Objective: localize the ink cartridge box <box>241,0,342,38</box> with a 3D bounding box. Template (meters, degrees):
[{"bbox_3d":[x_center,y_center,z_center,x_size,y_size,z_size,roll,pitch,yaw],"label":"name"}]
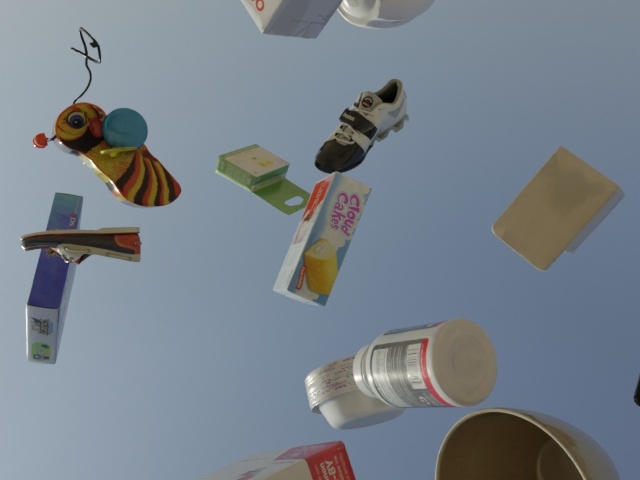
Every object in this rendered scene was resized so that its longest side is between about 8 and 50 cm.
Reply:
[{"bbox_3d":[-0.013,-0.307,0.580,0.082,0.191,0.139,-15,-112,-46],"label":"ink cartridge box"}]

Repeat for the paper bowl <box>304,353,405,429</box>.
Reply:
[{"bbox_3d":[0.110,0.398,1.627,0.285,0.284,0.148,-8,-115,-10],"label":"paper bowl"}]

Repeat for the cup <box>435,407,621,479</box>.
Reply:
[{"bbox_3d":[0.415,0.460,1.150,0.237,0.331,0.331,1,-148,-38],"label":"cup"}]

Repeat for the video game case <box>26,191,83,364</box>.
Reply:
[{"bbox_3d":[-0.545,0.080,1.286,0.061,0.244,0.269,10,-128,-19],"label":"video game case"}]

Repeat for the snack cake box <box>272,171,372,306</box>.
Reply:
[{"bbox_3d":[0.000,0.000,1.310,0.089,0.152,0.264,24,-99,-11],"label":"snack cake box"}]

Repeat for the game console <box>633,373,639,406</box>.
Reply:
[{"bbox_3d":[0.498,0.209,0.898,0.107,0.071,0.122,26,-115,7],"label":"game console"}]

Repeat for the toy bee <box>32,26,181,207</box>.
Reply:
[{"bbox_3d":[-0.372,-0.161,1.023,0.162,0.195,0.298,-36,-94,-24],"label":"toy bee"}]

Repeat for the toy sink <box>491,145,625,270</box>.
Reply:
[{"bbox_3d":[0.519,-0.061,1.370,0.153,0.234,0.131,44,-164,26],"label":"toy sink"}]

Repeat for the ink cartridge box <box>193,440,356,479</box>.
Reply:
[{"bbox_3d":[-0.159,0.468,0.999,0.385,0.279,0.160,-9,-102,-44],"label":"ink cartridge box"}]

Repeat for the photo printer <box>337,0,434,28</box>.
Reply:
[{"bbox_3d":[0.076,-0.505,1.043,0.107,0.307,0.256,-23,-168,45],"label":"photo printer"}]

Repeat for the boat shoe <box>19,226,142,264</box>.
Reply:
[{"bbox_3d":[-0.279,0.007,0.732,0.137,0.043,0.049,-2,-176,-9],"label":"boat shoe"}]

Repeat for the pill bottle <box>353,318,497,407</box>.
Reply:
[{"bbox_3d":[0.210,0.274,1.361,0.176,0.176,0.319,-33,-175,-34],"label":"pill bottle"}]

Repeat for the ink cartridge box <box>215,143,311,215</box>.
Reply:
[{"bbox_3d":[-0.129,-0.162,1.618,0.235,0.056,0.171,30,-150,18],"label":"ink cartridge box"}]

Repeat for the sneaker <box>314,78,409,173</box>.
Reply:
[{"bbox_3d":[0.099,-0.303,1.601,0.123,0.146,0.330,31,-120,29],"label":"sneaker"}]
